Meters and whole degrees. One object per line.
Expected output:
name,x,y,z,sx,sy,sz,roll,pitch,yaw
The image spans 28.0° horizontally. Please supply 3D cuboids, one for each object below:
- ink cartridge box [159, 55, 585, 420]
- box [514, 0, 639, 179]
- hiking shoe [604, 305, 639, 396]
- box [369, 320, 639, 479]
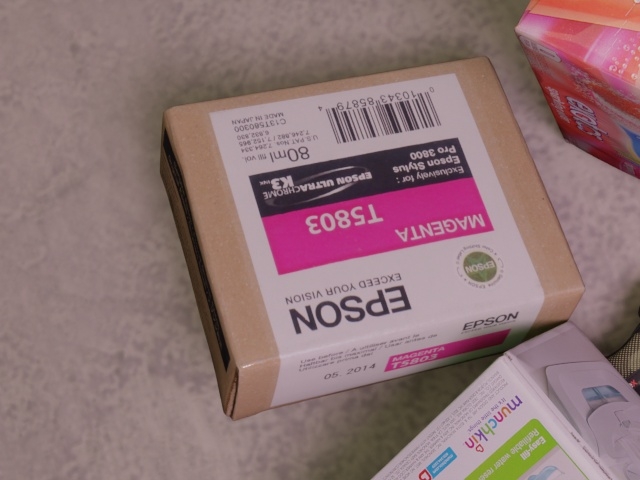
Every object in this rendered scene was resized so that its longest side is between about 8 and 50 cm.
ink cartridge box,0.029,-0.008,0.848,0.235,0.088,0.193,-12,64,-15
box,0.230,-0.112,0.755,0.154,0.300,0.142,30,92,16
hiking shoe,0.256,0.078,0.840,0.227,0.086,0.114,-13,84,16
box,0.126,0.226,0.805,0.231,0.127,0.262,49,118,15
